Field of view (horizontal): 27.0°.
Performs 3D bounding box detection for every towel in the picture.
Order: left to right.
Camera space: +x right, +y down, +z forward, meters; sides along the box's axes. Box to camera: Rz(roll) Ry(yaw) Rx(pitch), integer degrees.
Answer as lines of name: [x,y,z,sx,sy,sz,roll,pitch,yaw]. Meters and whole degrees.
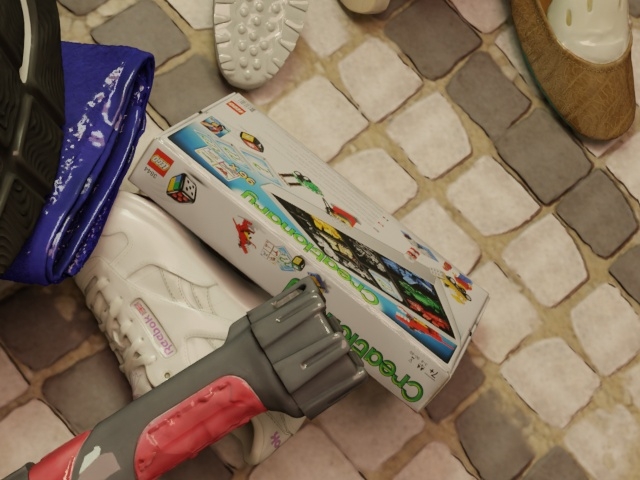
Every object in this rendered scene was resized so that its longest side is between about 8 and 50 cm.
towel: [-0.304,-0.076,1.090,0.308,0.076,0.228,11,57,16]

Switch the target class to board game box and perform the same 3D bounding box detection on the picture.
board game box: [0.000,0.000,1.150,0.305,0.053,0.193,39,24,3]

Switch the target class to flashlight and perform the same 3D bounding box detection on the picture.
flashlight: [-0.107,0.156,1.017,0.304,0.103,0.103,-31,113,1]

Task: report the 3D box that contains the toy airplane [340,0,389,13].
toy airplane: [0.074,-0.470,1.280,0.272,0.386,0.384,-3,58,-27]

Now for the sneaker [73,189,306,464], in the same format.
sneaker: [-0.134,0.066,1.105,0.305,0.114,0.152,33,61,0]

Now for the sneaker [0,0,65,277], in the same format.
sneaker: [-0.337,-0.157,0.998,0.257,0.169,0.448,-6,64,10]

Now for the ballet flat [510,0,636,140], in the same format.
ballet flat: [0.252,-0.273,1.362,0.116,0.124,0.342,-8,70,-19]

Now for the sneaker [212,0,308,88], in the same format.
sneaker: [-0.065,-0.259,1.290,0.090,0.095,0.235,6,85,-19]
